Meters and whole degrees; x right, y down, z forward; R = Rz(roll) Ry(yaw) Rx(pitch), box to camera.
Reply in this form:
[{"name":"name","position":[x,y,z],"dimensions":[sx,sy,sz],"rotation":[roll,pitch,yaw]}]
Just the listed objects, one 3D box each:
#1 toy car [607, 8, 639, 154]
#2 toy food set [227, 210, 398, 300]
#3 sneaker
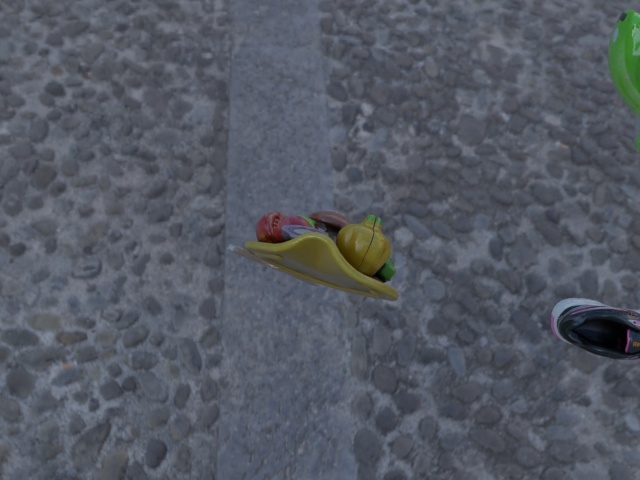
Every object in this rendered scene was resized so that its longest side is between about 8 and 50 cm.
[{"name":"toy car","position":[0.211,-0.017,0.319],"dimensions":[0.225,0.053,0.239],"rotation":[41,27,11]},{"name":"toy food set","position":[0.000,0.000,0.692],"dimensions":[0.128,0.218,0.071],"rotation":[24,82,-24]},{"name":"sneaker","position":[0.334,0.103,0.765],"dimensions":[0.178,0.072,0.077],"rotation":[0,6,14]}]
